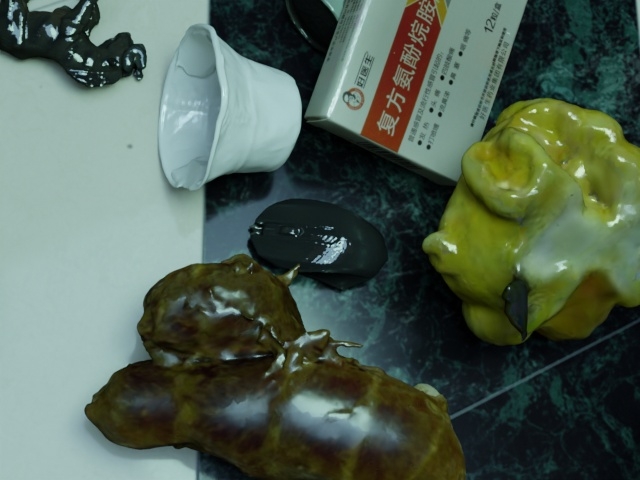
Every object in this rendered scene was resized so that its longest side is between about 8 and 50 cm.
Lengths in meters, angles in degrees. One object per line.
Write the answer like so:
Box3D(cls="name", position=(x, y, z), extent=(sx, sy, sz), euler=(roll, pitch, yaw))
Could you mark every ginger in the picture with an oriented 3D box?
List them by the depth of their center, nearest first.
Box3D(cls="ginger", position=(-0.022, 0.156, 1.213), extent=(0.418, 0.176, 0.254), euler=(19, 77, -1))

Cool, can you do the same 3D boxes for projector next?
Box3D(cls="projector", position=(0.111, -0.371, 1.425), extent=(0.337, 0.108, 0.108), euler=(-41, 86, -20))

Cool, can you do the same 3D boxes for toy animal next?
Box3D(cls="toy animal", position=(-0.318, -0.261, 1.314), extent=(0.232, 0.084, 0.148), euler=(10, 74, -13))

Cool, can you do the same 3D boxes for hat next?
Box3D(cls="hat", position=(-0.100, -0.149, 1.295), extent=(0.126, 0.203, 0.203), euler=(3, 73, -29))

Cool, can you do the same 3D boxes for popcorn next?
Box3D(cls="popcorn", position=(0.269, -0.013, 1.301), extent=(0.315, 0.281, 0.297), euler=(22, 109, -34))

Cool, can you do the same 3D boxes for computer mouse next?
Box3D(cls="computer mouse", position=(0.000, 0.000, 1.321), extent=(0.172, 0.057, 0.099), euler=(12, 74, -5))

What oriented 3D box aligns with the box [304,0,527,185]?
Box3D(cls="box", position=(0.136, -0.269, 1.350), extent=(0.214, 0.069, 0.353), euler=(23, 81, -28))
